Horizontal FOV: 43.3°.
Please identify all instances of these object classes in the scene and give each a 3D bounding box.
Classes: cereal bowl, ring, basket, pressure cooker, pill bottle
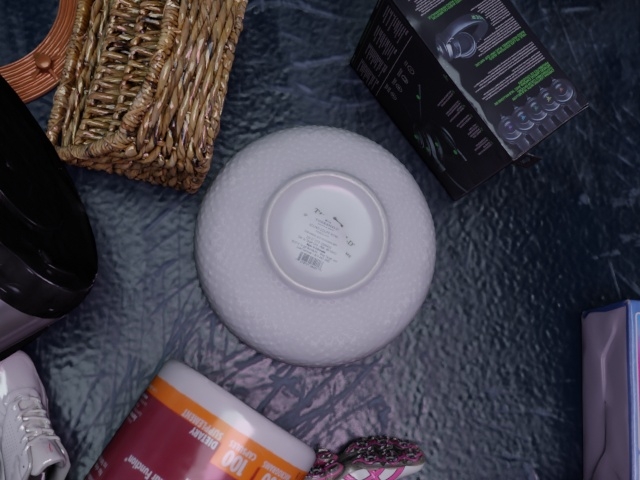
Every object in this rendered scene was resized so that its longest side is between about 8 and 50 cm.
[{"bbox_3d":[0.000,0.000,1.075,0.338,0.141,0.339,1,80,-9],"label":"cereal bowl"},{"bbox_3d":[-0.477,-0.344,1.122,0.336,0.032,0.337,1,80,-8],"label":"ring"},{"bbox_3d":[-0.226,-0.235,1.036,0.223,0.213,0.299,14,79,-12],"label":"basket"},{"bbox_3d":[-0.510,0.003,0.879,0.420,0.370,0.376,-29,86,2],"label":"pressure cooker"},{"bbox_3d":[-0.198,0.357,0.944,0.224,0.224,0.392,33,78,-1],"label":"pill bottle"}]

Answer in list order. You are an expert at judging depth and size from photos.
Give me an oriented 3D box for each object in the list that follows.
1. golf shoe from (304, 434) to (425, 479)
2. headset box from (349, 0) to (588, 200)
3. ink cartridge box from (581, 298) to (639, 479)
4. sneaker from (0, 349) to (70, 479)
[{"bbox_3d":[0.050,0.315,1.074,0.186,0.067,0.086,-8,110,-11],"label":"golf shoe"},{"bbox_3d":[0.190,-0.206,1.079,0.131,0.246,0.283,-36,86,-11],"label":"headset box"},{"bbox_3d":[0.576,0.229,1.113,0.395,0.151,0.270,4,80,-9],"label":"ink cartridge box"},{"bbox_3d":[-0.352,0.243,0.989,0.090,0.115,0.232,-10,88,-48],"label":"sneaker"}]
